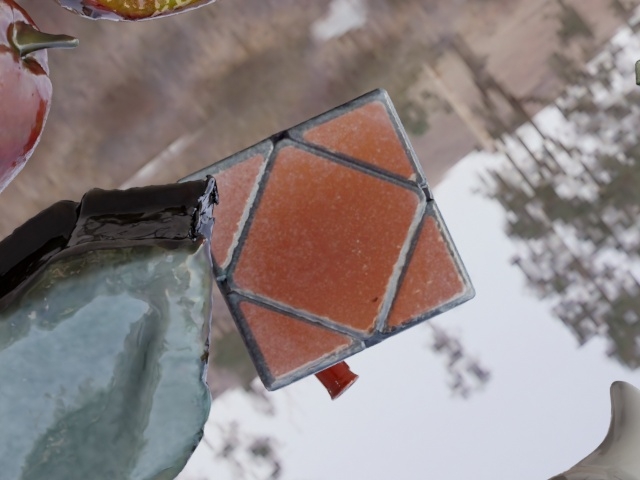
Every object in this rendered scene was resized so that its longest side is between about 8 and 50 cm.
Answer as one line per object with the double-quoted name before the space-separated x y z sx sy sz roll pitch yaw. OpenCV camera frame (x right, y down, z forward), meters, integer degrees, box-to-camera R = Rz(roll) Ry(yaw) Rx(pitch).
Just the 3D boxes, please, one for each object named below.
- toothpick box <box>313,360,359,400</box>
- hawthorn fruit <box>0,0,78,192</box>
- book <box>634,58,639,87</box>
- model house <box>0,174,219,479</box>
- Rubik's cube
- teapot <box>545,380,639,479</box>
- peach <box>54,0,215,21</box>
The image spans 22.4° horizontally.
"toothpick box" 0.005 0.155 2.017 0.047 0.083 0.047 -41 172 -7
"hawthorn fruit" -0.299 -0.106 1.163 0.261 0.224 0.224 -28 -169 5
"book" 0.543 -0.186 1.664 0.371 0.043 0.260 -16 157 31
"model house" -0.094 0.035 0.694 0.165 0.106 0.152 -32 -159 15
"Rubik's cube" 0.000 0.000 1.469 0.207 0.205 0.205 -26 180 -2
"teapot" 0.209 0.249 0.973 0.166 0.299 0.208 -32 171 -24
"peach" -0.155 -0.425 1.676 0.406 0.335 0.310 -51 -158 17
